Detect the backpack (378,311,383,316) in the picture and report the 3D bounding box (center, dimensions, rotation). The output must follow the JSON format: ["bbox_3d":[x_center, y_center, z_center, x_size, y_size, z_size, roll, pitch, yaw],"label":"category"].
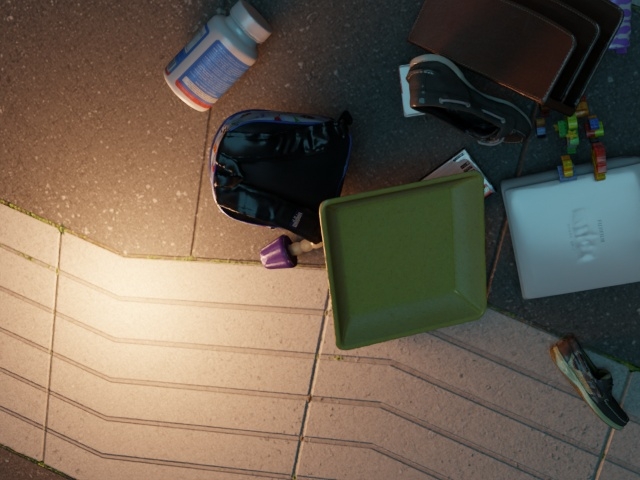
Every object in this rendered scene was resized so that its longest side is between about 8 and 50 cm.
[{"bbox_3d":[0.130,0.175,1.601,0.120,0.101,0.097,-11,109,11],"label":"backpack"}]

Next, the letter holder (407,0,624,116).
[{"bbox_3d":[0.348,-0.387,1.312,0.302,0.152,0.214,36,110,31],"label":"letter holder"}]

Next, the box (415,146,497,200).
[{"bbox_3d":[0.250,-0.088,1.536,0.207,0.036,0.114,-36,95,18],"label":"box"}]

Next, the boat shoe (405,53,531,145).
[{"bbox_3d":[0.275,-0.231,1.371,0.112,0.335,0.095,-5,69,48],"label":"boat shoe"}]

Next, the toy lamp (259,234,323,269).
[{"bbox_3d":[0.000,0.000,1.594,0.275,0.080,0.080,-17,100,14],"label":"toy lamp"}]

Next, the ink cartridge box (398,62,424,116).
[{"bbox_3d":[0.188,-0.299,1.442,0.056,0.135,0.099,-7,104,11],"label":"ink cartridge box"}]

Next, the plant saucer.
[{"bbox_3d":[0.165,0.031,1.484,0.333,0.081,0.332,-12,115,-11],"label":"plant saucer"}]

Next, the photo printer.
[{"bbox_3d":[0.533,-0.027,1.455,0.308,0.107,0.255,-10,102,15],"label":"photo printer"}]

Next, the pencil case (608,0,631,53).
[{"bbox_3d":[0.536,-0.451,1.359,0.086,0.088,0.206,16,112,47],"label":"pencil case"}]

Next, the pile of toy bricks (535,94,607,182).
[{"bbox_3d":[0.469,-0.215,1.375,0.118,0.105,0.212,-9,65,13],"label":"pile of toy bricks"}]

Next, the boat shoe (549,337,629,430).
[{"bbox_3d":[0.581,0.301,1.548,0.073,0.080,0.223,-42,89,24],"label":"boat shoe"}]

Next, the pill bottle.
[{"bbox_3d":[-0.207,-0.382,1.509,0.221,0.124,0.124,-40,94,19],"label":"pill bottle"}]

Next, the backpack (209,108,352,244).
[{"bbox_3d":[-0.093,-0.150,1.482,0.264,0.213,0.276,5,106,-21],"label":"backpack"}]
